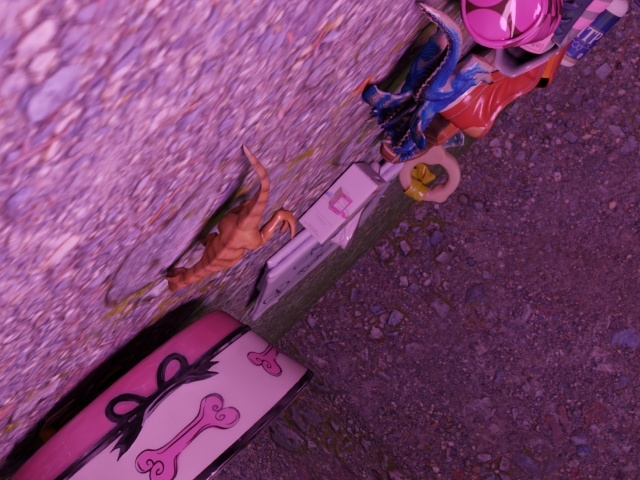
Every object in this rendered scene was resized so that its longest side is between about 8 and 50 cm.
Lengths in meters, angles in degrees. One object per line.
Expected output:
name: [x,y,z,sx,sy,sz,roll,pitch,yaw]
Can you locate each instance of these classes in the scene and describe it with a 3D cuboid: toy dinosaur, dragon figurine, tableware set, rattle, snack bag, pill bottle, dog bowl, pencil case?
toy dinosaur: [-0.070,-0.013,0.771,0.211,0.064,0.112,-49,172,37]
dragon figurine: [0.104,-0.151,0.870,0.144,0.085,0.289,-45,176,8]
tableware set: [-0.290,0.208,1.035,0.154,0.024,0.104,-39,173,-45]
rattle: [0.234,-0.185,1.683,0.143,0.130,0.199,-54,156,-45]
snack bag: [0.000,0.000,1.517,0.323,0.037,0.342,-42,174,-18]
pill bottle: [0.456,-0.400,1.421,0.186,0.112,0.112,-49,173,35]
dog bowl: [-0.208,0.249,1.048,0.408,0.150,0.408,-42,177,-3]
pencil case: [0.206,-0.252,0.866,0.095,0.098,0.209,-9,-170,20]

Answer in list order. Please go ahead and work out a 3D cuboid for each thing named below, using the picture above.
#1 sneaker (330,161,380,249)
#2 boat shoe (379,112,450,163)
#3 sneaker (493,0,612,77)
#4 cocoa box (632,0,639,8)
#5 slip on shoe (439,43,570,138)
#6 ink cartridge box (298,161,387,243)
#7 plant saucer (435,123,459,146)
sneaker: [0.049,-0.064,1.328,0.152,0.061,0.053,-62,170,-11]
boat shoe: [0.136,-0.149,1.229,0.178,0.064,0.060,-42,173,-49]
sneaker: [0.295,-0.291,0.993,0.131,0.112,0.319,-56,176,-12]
cocoa box: [0.402,-0.314,0.626,0.231,0.228,0.347,-34,169,-46]
slip on shoe: [0.311,-0.276,1.222,0.331,0.101,0.123,-41,-167,-5]
ink cartridge box: [0.035,-0.058,1.245,0.122,0.052,0.088,-44,175,15]
plant saucer: [0.242,-0.241,1.367,0.200,0.037,0.200,-44,169,-11]
